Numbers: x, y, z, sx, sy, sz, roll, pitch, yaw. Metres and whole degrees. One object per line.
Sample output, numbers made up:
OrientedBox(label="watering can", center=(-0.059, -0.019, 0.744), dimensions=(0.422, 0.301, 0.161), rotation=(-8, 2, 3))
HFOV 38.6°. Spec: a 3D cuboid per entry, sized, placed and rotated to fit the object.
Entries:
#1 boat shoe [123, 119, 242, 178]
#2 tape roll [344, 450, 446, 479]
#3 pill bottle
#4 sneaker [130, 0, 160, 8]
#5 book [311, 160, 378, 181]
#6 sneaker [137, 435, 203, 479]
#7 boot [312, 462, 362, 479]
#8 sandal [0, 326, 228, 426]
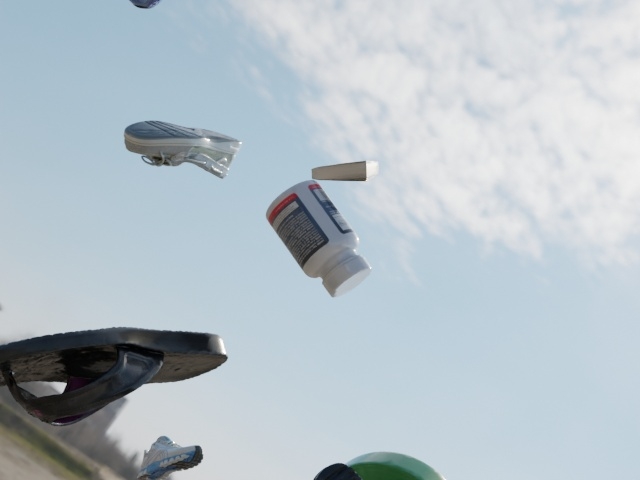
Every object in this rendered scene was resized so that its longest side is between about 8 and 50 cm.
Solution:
OrientedBox(label="boat shoe", center=(-0.290, -0.186, 1.928), dimensions=(0.118, 0.103, 0.320), rotation=(23, 13, 27))
OrientedBox(label="tape roll", center=(0.132, 0.577, 1.779), dimensions=(0.321, 0.321, 0.077), rotation=(28, 17, 19))
OrientedBox(label="pill bottle", center=(0.000, 0.000, 1.500), dimensions=(0.180, 0.108, 0.108), rotation=(55, -14, 17))
OrientedBox(label="sneaker", center=(-0.306, -0.457, 1.249), dimensions=(0.330, 0.130, 0.147), rotation=(59, -35, 10))
OrientedBox(label="book", center=(0.044, -0.124, 1.596), dimensions=(0.096, 0.035, 0.144), rotation=(-1, 7, 12))
OrientedBox(label="sneaker", center=(-0.317, 0.442, 1.902), dimensions=(0.191, 0.082, 0.071), rotation=(-27, -37, 35))
OrientedBox(label="boot", center=(0.057, 0.436, 1.293), dimensions=(0.246, 0.094, 0.207), rotation=(52, -22, 14))
OrientedBox(label="sandal", center=(-0.302, 0.197, 1.304), dimensions=(0.168, 0.107, 0.446), rotation=(-33, -25, 36))
